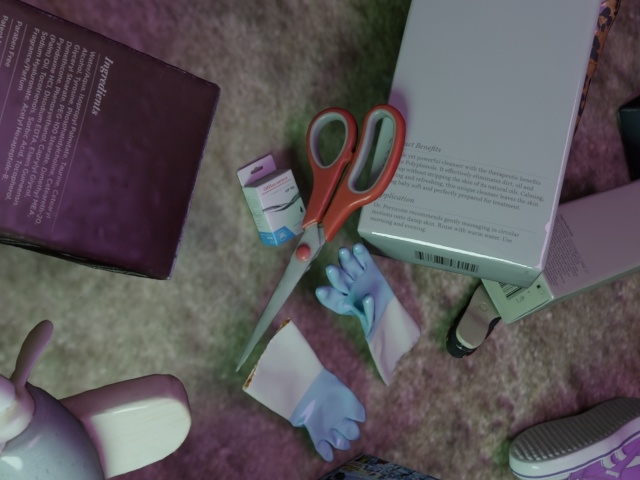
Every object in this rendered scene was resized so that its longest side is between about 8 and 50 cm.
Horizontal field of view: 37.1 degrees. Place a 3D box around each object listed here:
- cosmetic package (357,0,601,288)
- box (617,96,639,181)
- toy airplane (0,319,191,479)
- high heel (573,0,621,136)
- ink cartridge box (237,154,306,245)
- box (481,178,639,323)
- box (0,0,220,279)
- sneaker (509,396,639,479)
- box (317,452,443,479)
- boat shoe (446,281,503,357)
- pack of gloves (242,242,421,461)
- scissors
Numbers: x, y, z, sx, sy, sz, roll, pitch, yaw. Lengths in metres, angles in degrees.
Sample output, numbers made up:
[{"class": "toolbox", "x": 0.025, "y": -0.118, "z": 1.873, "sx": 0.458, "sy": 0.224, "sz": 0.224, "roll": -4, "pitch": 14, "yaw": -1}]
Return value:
[{"class": "cosmetic package", "x": 0.176, "y": -0.152, "z": 1.017, "sx": 0.155, "sy": 0.197, "sz": 0.365, "roll": 54, "pitch": 51, "yaw": -78}, {"class": "box", "x": 0.661, "y": -0.124, "z": 1.398, "sx": 0.395, "sy": 0.212, "sz": 0.293, "roll": -29, "pitch": 110, "yaw": -31}, {"class": "toy airplane", "x": -0.332, "y": 0.177, "z": 0.612, "sx": 0.384, "sy": 0.272, "sz": 0.386, "roll": 28, "pitch": 103, "yaw": -19}, {"class": "high heel", "x": 0.328, "y": -0.233, "z": 1.244, "sx": 0.261, "sy": 0.093, "sz": 0.186, "roll": -51, "pitch": 143, "yaw": -37}, {"class": "ink cartridge box", "x": -0.048, "y": -0.042, "z": 0.983, "sx": 0.048, "sy": 0.028, "sz": 0.083, "roll": -31, "pitch": 111, "yaw": -30}, {"class": "box", "x": 0.327, "y": 0.009, "z": 1.206, "sx": 0.275, "sy": 0.094, "sz": 0.113, "roll": -14, "pitch": 73, "yaw": -35}, {"class": "box", "x": -0.222, "y": -0.076, "z": 0.762, "sx": 0.203, "sy": 0.168, "sz": 0.167, "roll": 19, "pitch": 81, "yaw": -36}, {"class": "sneaker", "x": 0.360, "y": 0.317, "z": 1.270, "sx": 0.282, "sy": 0.102, "sz": 0.161, "roll": -6, "pitch": 100, "yaw": -37}, {"class": "box", "x": 0.057, "y": 0.271, "z": 1.013, "sx": 0.094, "sy": 0.137, "sz": 0.027, "roll": -22, "pitch": 105, "yaw": -33}, {"class": "boat shoe", "x": 0.195, "y": 0.092, "z": 1.169, "sx": 0.049, "sy": 0.042, "sz": 0.133, "roll": 41, "pitch": 50, "yaw": 4}, {"class": "pack of gloves", "x": 0.036, "y": 0.126, "z": 1.000, "sx": 0.195, "sy": 0.046, "sz": 0.232, "roll": -58, "pitch": 142, "yaw": -17}, {"class": "scissors", "x": 0.000, "y": 0.000, "z": 0.940, "sx": 0.021, "sy": 0.109, "sz": 0.297, "roll": 32, "pitch": 74, "yaw": -61}]
